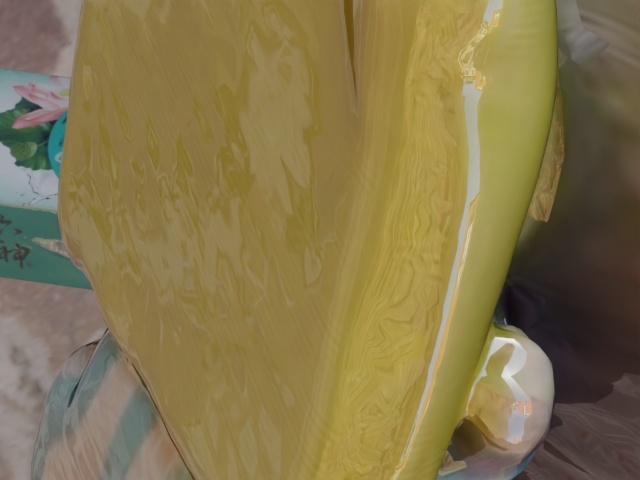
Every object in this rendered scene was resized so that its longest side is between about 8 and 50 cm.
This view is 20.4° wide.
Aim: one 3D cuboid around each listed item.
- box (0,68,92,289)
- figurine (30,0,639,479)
[{"bbox_3d":[-0.184,-0.045,1.380,0.245,0.092,0.153,7,46,8],"label":"box"},{"bbox_3d":[0.117,0.023,0.530,0.377,0.361,0.266,4,41,-22],"label":"figurine"}]
